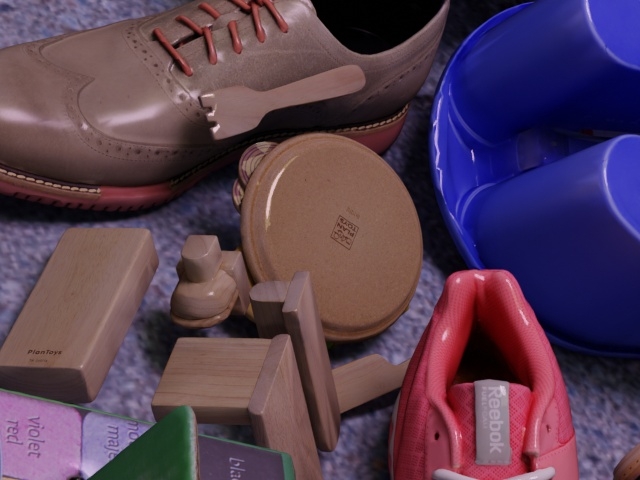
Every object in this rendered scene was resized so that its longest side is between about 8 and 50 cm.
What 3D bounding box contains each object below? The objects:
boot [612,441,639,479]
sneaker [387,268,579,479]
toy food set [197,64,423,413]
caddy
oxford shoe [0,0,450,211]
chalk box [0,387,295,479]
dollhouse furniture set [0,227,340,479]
[{"bbox_3d":[0.300,0.192,1.053,0.248,0.090,0.207,4,46,-34],"label":"boot"},{"bbox_3d":[0.074,0.140,0.911,0.116,0.136,0.314,-1,42,0],"label":"sneaker"},{"bbox_3d":[0.000,0.000,1.062,0.132,0.038,0.192,-17,88,-35],"label":"toy food set"},{"bbox_3d":[0.234,-0.046,1.189,0.341,0.179,0.241,7,71,-27],"label":"caddy"},{"bbox_3d":[-0.070,-0.110,1.090,0.348,0.130,0.123,-15,59,-41],"label":"oxford shoe"},{"bbox_3d":[-0.116,0.170,0.663,0.179,0.289,0.180,15,43,-20],"label":"chalk box"},{"bbox_3d":[-0.073,0.084,0.977,0.151,0.123,0.144,0,38,17],"label":"dollhouse furniture set"}]
